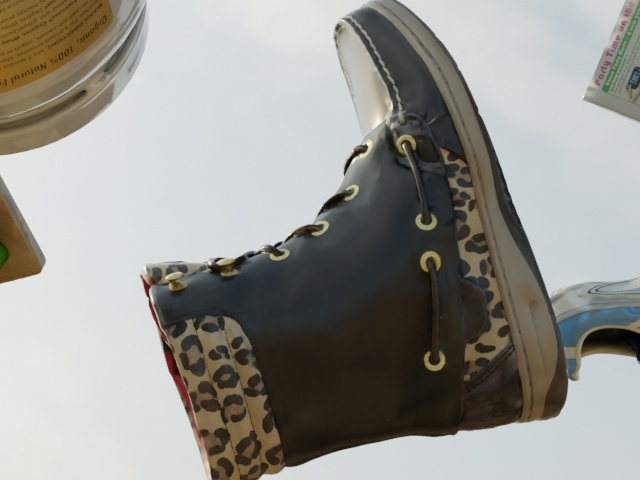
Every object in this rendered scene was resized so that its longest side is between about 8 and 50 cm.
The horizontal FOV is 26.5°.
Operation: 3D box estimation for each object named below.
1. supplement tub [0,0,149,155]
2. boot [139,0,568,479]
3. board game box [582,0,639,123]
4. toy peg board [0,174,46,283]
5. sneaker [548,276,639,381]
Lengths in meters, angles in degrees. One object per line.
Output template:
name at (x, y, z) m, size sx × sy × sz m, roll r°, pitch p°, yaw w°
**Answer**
supplement tub at (-0.218, -0.207, 0.765) m, size 0.228 × 0.228 × 0.316 m, roll 1°, pitch -27°, yaw 4°
boot at (0.000, 0.000, 1.059) m, size 0.284 × 0.377 × 0.138 m, roll -17°, pitch -18°, yaw -9°
board game box at (0.467, -0.195, 1.453) m, size 0.303 × 0.224 × 0.097 m, roll 27°, pitch 12°, yaw 26°
toy peg board at (-0.319, -0.009, 1.018) m, size 0.161 × 0.079 × 0.161 m, roll -14°, pitch -61°, yaw 17°
sneaker at (0.303, 0.060, 1.168) m, size 0.237 × 0.086 × 0.085 m, roll -16°, pitch -24°, yaw -3°
